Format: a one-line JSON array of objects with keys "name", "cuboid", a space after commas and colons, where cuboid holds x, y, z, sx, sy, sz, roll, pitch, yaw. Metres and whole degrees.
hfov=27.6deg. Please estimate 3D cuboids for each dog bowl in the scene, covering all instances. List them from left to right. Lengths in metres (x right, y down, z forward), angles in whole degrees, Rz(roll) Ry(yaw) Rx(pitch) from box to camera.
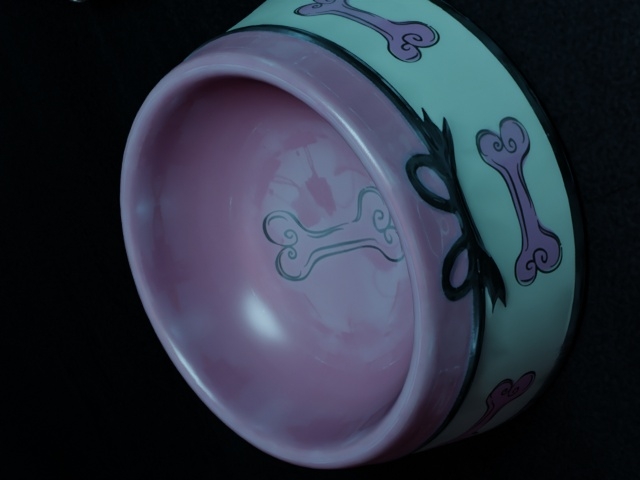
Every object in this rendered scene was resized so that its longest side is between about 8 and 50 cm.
[{"name": "dog bowl", "cuboid": [0.000, 0.000, 1.049, 0.408, 0.150, 0.408, 21, 123, 37]}]

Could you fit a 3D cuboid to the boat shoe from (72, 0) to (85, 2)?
[{"name": "boat shoe", "cuboid": [-0.157, -0.295, 1.136, 0.319, 0.116, 0.099, -19, 138, 41]}]
